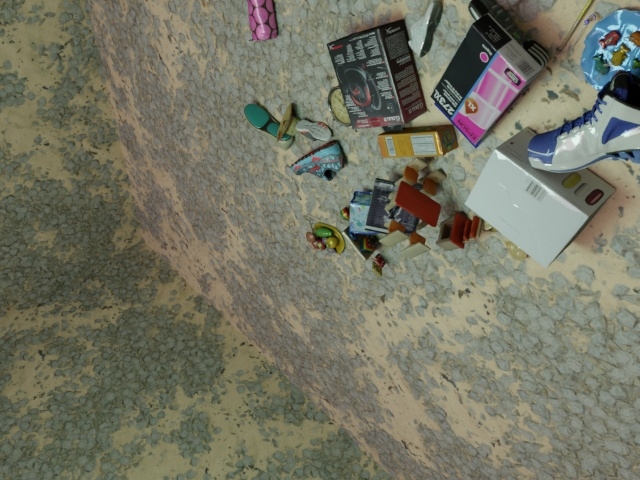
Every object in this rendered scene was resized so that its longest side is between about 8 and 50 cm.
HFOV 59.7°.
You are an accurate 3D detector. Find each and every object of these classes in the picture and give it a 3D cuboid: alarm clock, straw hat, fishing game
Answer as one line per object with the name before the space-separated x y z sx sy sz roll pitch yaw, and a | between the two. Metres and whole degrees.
alarm clock | 0.087 -0.444 1.746 0.129 0.064 0.192 35 145 31
straw hat | -0.106 -0.417 2.025 0.061 0.144 0.144 18 152 -17
fishing game | 0.614 -0.368 1.129 0.264 0.041 0.189 47 149 15

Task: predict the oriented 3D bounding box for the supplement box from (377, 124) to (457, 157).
supplement box | 0.277 -0.286 1.617 0.233 0.078 0.080 11 123 48

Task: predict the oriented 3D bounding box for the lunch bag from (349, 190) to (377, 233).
lunch bag | 0.180 -0.092 1.904 0.151 0.096 0.129 9 130 14

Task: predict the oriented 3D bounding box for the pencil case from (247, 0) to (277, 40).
pencil case | -0.205 -0.767 1.836 0.098 0.095 0.209 44 147 49

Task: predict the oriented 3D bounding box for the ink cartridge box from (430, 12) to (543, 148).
ink cartridge box | 0.374 -0.357 1.353 0.176 0.069 0.371 50 165 9

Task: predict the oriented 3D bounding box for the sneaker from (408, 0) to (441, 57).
sneaker | 0.262 -0.547 1.431 0.061 0.054 0.152 46 147 22

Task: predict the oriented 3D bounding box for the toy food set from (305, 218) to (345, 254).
toy food set | 0.000 0.000 2.243 0.218 0.071 0.128 18 131 46

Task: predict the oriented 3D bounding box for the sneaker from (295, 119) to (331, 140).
sneaker | -0.015 -0.378 1.966 0.158 0.061 0.065 31 167 36

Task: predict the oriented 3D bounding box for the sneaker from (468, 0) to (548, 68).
sneaker | 0.406 -0.445 1.301 0.228 0.086 0.132 49 150 10

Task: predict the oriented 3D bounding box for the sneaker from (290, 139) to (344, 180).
sneaker | -0.010 -0.259 2.002 0.262 0.104 0.125 -15 108 57

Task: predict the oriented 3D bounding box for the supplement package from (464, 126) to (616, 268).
supplement package | 0.529 -0.107 1.370 0.262 0.145 0.204 43 146 21

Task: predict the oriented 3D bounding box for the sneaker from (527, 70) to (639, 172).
sneaker | 0.589 -0.253 1.158 0.315 0.127 0.182 2 132 45

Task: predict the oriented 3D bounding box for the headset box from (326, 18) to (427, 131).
headset box | 0.163 -0.450 1.593 0.218 0.110 0.293 7 123 51

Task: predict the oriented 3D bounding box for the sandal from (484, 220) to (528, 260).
sandal | 0.494 -0.040 1.538 0.240 0.079 0.088 60 148 -4

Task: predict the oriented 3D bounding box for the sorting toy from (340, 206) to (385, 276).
sorting toy | 0.157 0.000 1.993 0.046 0.132 0.274 -37 91 28

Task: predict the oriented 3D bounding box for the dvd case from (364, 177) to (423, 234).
dvd case | 0.240 -0.100 1.804 0.164 0.018 0.221 11 135 4

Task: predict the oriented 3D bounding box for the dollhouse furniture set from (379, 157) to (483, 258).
dollhouse furniture set | 0.322 -0.078 1.604 0.259 0.262 0.135 29 152 -19

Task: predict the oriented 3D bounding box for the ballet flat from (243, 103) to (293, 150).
ballet flat | -0.200 -0.430 2.138 0.248 0.086 0.086 42 145 21
